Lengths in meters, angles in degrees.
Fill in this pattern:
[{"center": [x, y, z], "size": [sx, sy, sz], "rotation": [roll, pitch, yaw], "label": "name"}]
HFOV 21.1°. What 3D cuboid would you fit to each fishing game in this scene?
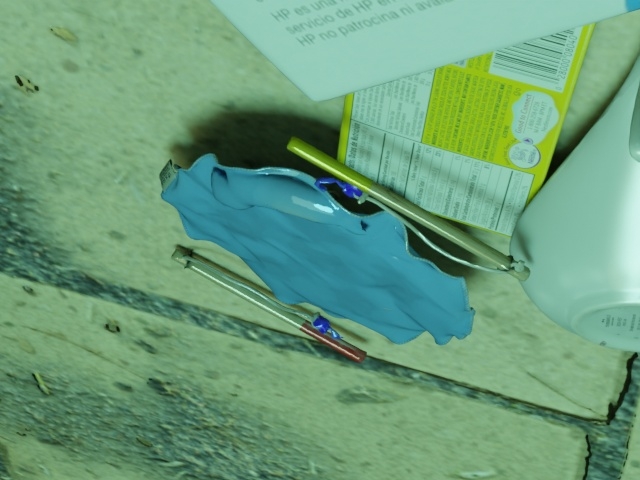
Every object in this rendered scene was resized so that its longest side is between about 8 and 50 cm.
[{"center": [0.000, 0.000, 0.941], "size": [0.189, 0.041, 0.264], "rotation": [28, 160, -6], "label": "fishing game"}]

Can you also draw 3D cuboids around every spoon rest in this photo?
[{"center": [0.160, -0.017, 0.796], "size": [0.137, 0.084, 0.276], "rotation": [5, 159, 5], "label": "spoon rest"}]

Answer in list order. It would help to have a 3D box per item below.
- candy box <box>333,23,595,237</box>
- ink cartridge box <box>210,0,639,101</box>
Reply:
[{"center": [0.065, -0.074, 0.804], "size": [0.105, 0.027, 0.206], "rotation": [20, 150, 7], "label": "candy box"}, {"center": [-0.004, -0.241, 0.446], "size": [0.285, 0.166, 0.395], "rotation": [-11, 137, 43], "label": "ink cartridge box"}]
